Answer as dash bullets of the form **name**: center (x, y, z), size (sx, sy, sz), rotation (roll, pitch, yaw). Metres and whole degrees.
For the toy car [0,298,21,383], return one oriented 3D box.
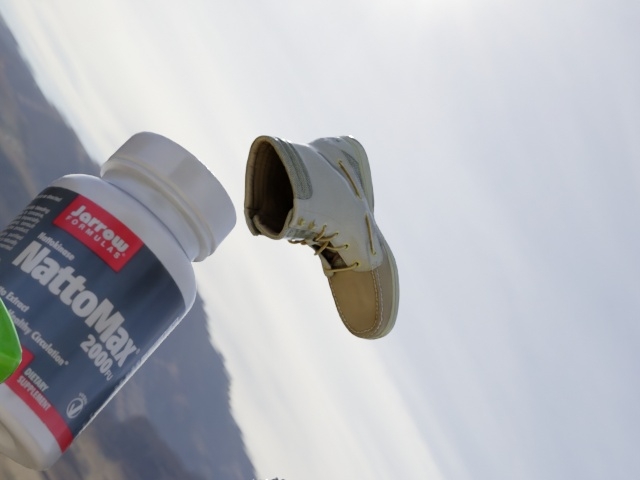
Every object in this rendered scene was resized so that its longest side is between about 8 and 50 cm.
- **toy car**: center (-0.170, -0.010, 0.295), size (0.225, 0.239, 0.053), rotation (28, 48, -46)

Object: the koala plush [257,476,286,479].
- **koala plush**: center (-0.057, 0.290, 0.834), size (0.203, 0.196, 0.221), rotation (0, 67, -84)

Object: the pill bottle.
- **pill bottle**: center (-0.133, 0.027, 0.697), size (0.108, 0.180, 0.108), rotation (32, -26, 17)

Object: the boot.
- **boot**: center (0.000, 0.000, 1.227), size (0.165, 0.077, 0.213), rotation (-5, 83, -59)
